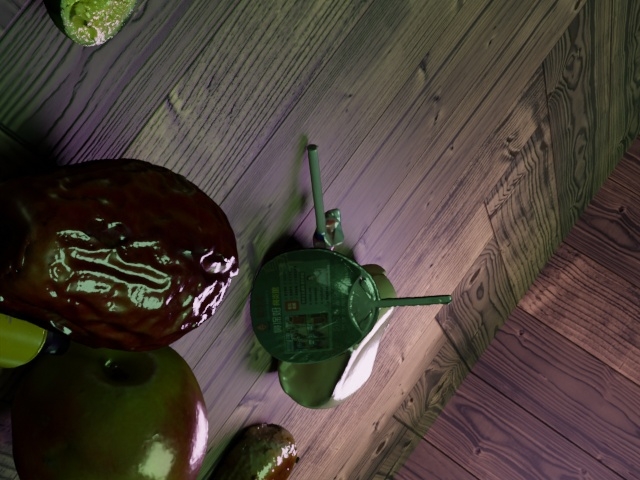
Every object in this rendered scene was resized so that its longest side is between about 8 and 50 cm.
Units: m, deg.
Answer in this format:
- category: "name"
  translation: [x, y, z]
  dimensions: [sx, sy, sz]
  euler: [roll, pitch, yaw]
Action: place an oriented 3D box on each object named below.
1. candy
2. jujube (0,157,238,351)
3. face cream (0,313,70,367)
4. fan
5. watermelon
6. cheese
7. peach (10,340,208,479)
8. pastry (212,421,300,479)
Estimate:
- category: "candy"
  translation: [0.000, 0.000, 1.573]
  dimensions: [0.124, 0.124, 0.365]
  euler: [-42, 144, -31]
- category: "jujube"
  translation: [-0.201, 0.012, 1.006]
  dimensions: [0.290, 0.197, 0.197]
  euler: [10, 113, -56]
- category: "face cream"
  translation: [-0.326, 0.081, 1.010]
  dimensions: [0.078, 0.078, 0.273]
  euler: [-55, 159, -1]
- category: "fan"
  translation: [0.024, 0.120, 1.605]
  dimensions: [0.223, 0.294, 0.012]
  euler: [-59, -160, 29]
- category: "watermelon"
  translation: [-0.196, -0.219, 0.874]
  dimensions: [0.105, 0.062, 0.105]
  euler: [-53, 162, -26]
- category: "cheese"
  translation: [0.037, 0.172, 1.833]
  dimensions: [0.233, 0.127, 0.266]
  euler: [-33, 151, -50]
- category: "peach"
  translation: [-0.241, 0.217, 1.188]
  dimensions: [0.231, 0.231, 0.231]
  euler: [-44, 156, -26]
- category: "pastry"
  translation: [-0.118, 0.430, 1.917]
  dimensions: [0.192, 0.093, 0.182]
  euler: [-61, 160, 11]
